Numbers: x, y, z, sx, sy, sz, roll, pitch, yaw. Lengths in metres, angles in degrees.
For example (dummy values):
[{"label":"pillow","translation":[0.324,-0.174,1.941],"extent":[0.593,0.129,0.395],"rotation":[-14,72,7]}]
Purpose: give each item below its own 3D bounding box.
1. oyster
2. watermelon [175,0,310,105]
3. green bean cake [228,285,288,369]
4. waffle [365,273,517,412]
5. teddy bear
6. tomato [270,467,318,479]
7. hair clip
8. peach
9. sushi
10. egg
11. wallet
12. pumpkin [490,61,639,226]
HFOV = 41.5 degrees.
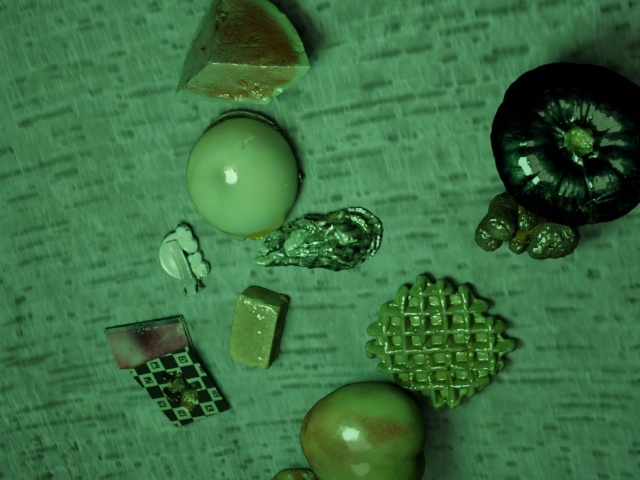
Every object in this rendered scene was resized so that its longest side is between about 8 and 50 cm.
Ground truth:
[{"label":"oyster","translation":[0.000,-0.001,1.873],"extent":[0.252,0.087,0.199],"rotation":[19,115,-2]},{"label":"watermelon","translation":[-0.157,-0.379,1.736],"extent":[0.260,0.176,0.256],"rotation":[9,122,-8]},{"label":"green bean cake","translation":[-0.147,0.205,1.983],"extent":[0.109,0.085,0.179],"rotation":[18,113,11]},{"label":"waffle","translation":[0.255,0.230,1.871],"extent":[0.292,0.056,0.309],"rotation":[41,118,0]},{"label":"teddy bear","translation":[0.418,-0.027,1.680],"extent":[0.190,0.177,0.140],"rotation":[28,76,9]},{"label":"tomato","translation":[-0.069,0.643,2.073],"extent":[0.180,0.155,0.214],"rotation":[24,114,-30]},{"label":"hair clip","translation":[-0.329,0.048,2.010],"extent":[0.116,0.049,0.172],"rotation":[-19,99,19]},{"label":"peach","translation":[0.097,0.454,1.895],"extent":[0.292,0.247,0.292],"rotation":[1,123,1]},{"label":"sushi","translation":[-0.346,0.361,2.126],"extent":[0.192,0.040,0.210],"rotation":[-23,113,23]},{"label":"egg","translation":[-0.194,-0.123,1.833],"extent":[0.264,0.174,0.286],"rotation":[34,120,9]},{"label":"wallet","translation":[-0.431,0.260,2.134],"extent":[0.232,0.025,0.119],"rotation":[-11,106,23]},{"label":"pumpkin","translation":[0.470,-0.176,1.556],"extent":[0.315,0.238,0.315],"rotation":[-1,86,8]}]
